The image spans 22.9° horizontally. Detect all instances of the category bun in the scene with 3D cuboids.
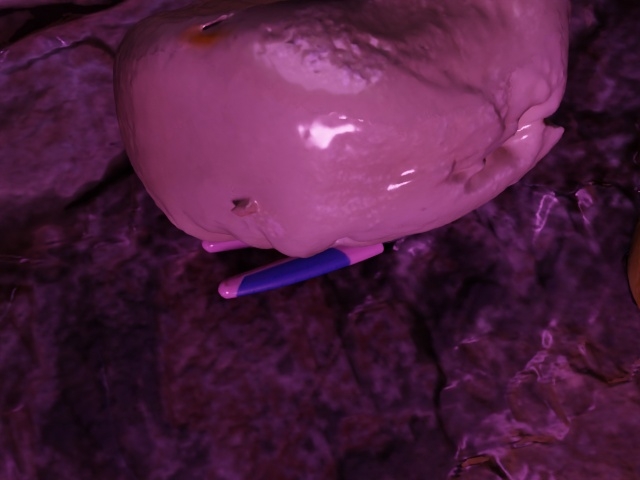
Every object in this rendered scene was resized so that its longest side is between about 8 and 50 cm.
[{"bbox_3d":[0.016,-0.071,0.749,0.229,0.229,0.145,-31,106,-23],"label":"bun"}]

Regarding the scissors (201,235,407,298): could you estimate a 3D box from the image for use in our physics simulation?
[{"bbox_3d":[0.000,0.000,0.778,0.113,0.012,0.039,-14,57,-14],"label":"scissors"}]

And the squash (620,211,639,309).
[{"bbox_3d":[0.204,-0.021,0.707,0.123,0.187,0.123,-1,59,1],"label":"squash"}]
